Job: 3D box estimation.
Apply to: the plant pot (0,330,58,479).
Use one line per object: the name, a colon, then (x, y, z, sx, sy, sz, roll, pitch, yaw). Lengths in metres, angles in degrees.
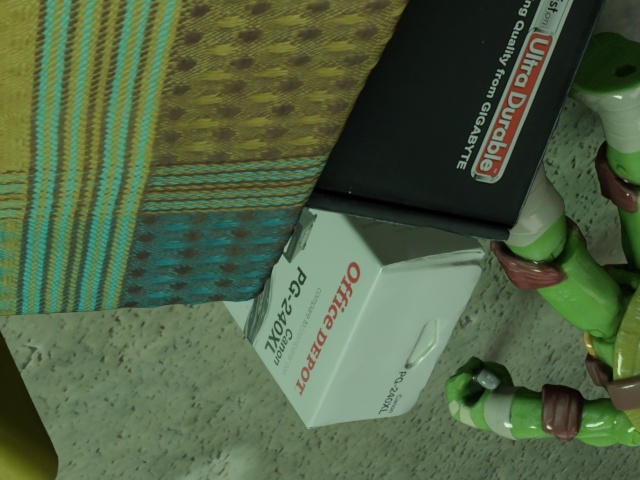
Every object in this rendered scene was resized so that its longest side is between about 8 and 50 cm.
plant pot: (-0.262, 0.043, 0.767, 0.212, 0.212, 0.187, -38, 132, 3)

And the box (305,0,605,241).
box: (-0.008, -0.161, 0.648, 0.293, 0.073, 0.295, 11, 108, -36)

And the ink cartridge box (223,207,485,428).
ink cartridge box: (0.000, 0.000, 0.965, 0.063, 0.150, 0.109, -7, 136, -35)

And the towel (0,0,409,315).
towel: (-0.175, -0.031, 0.542, 0.370, 0.040, 0.271, -3, 160, -14)

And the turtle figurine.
turtle figurine: (0.149, 0.013, 1.150, 0.198, 0.274, 0.266, -18, 126, 12)
